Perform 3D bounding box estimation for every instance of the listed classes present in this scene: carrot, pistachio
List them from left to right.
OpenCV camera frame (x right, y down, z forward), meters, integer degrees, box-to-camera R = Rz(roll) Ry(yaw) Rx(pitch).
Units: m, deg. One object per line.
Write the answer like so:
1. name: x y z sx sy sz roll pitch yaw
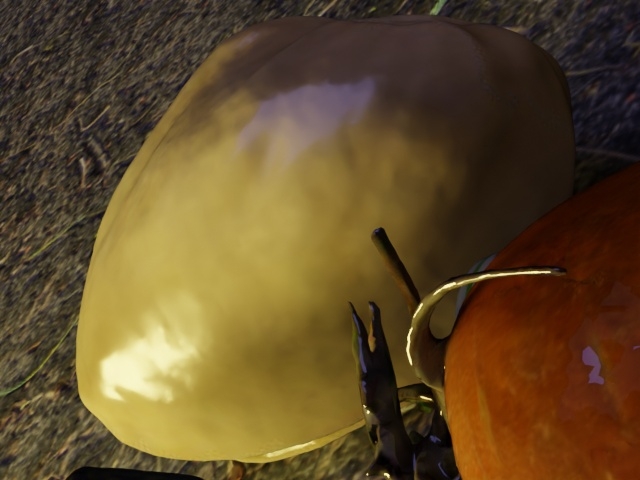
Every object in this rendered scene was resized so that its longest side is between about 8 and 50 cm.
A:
1. pistachio: 0.000 0.000 1.063 0.318 0.214 0.193 -48 -20 20
2. carrot: 0.148 0.059 0.717 0.331 0.214 0.193 -32 63 34

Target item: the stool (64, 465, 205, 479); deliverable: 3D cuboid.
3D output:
1. stool: -0.098 0.222 0.928 0.232 0.141 0.232 -36 27 22

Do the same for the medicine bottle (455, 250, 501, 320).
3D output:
1. medicine bottle: 0.154 0.025 0.893 0.183 0.086 0.086 -20 36 42
